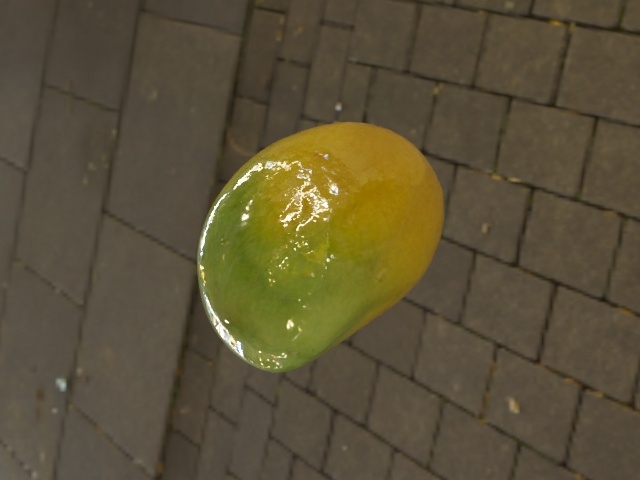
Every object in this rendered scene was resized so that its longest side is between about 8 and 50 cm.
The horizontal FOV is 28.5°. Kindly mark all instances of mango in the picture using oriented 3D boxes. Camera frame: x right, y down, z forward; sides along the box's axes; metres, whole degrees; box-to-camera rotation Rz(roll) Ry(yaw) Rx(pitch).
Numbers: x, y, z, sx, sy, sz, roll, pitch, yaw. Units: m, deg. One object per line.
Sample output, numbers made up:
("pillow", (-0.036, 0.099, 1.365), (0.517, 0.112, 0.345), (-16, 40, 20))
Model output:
("mango", (0.000, 0.000, 0.728), (0.194, 0.130, 0.092), (-65, -9, -47))
